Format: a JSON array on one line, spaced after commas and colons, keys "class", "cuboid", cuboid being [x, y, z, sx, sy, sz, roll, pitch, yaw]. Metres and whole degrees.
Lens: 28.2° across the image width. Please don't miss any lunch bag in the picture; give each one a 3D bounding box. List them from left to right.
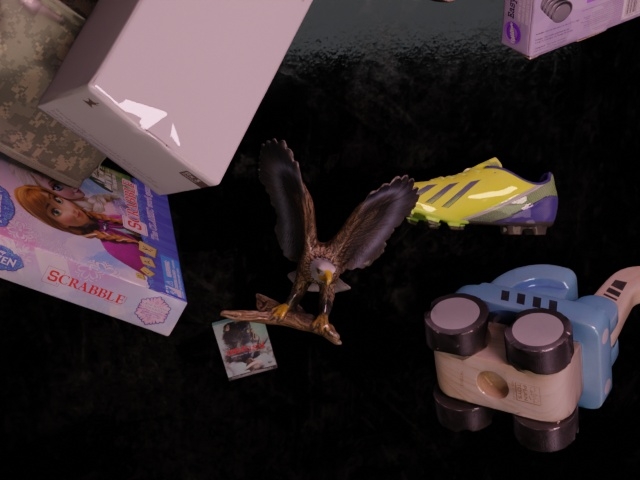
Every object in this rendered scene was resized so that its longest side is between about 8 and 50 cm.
[{"class": "lunch bag", "cuboid": [-0.372, -0.232, 1.732, 0.287, 0.169, 0.235, 34, 109, -23]}]

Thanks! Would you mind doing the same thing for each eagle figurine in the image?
[{"class": "eagle figurine", "cuboid": [0.005, 0.003, 1.947, 0.226, 0.225, 0.298, 2, 106, -41]}]

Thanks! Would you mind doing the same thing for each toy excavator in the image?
[{"class": "toy excavator", "cuboid": [0.439, 0.130, 2.122, 0.433, 0.445, 0.222, 11, 130, 30]}]

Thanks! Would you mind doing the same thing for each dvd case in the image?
[{"class": "dvd case", "cuboid": [-0.126, 0.176, 2.132, 0.087, 0.013, 0.119, -14, 124, -3]}]

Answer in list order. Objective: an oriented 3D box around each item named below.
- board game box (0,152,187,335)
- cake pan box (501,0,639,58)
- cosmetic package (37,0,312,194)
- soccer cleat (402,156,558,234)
[{"class": "board game box", "cuboid": [-0.354, -0.027, 1.775, 0.318, 0.318, 0.066, 22, 113, -24]}, {"class": "cake pan box", "cuboid": [0.376, -0.409, 1.783, 0.267, 0.070, 0.245, -24, 132, -28]}, {"class": "cosmetic package", "cuboid": [-0.165, -0.273, 1.633, 0.217, 0.156, 0.385, 40, 66, -29]}, {"class": "soccer cleat", "cuboid": [0.238, -0.075, 2.028, 0.289, 0.093, 0.121, 5, 90, -10]}]
